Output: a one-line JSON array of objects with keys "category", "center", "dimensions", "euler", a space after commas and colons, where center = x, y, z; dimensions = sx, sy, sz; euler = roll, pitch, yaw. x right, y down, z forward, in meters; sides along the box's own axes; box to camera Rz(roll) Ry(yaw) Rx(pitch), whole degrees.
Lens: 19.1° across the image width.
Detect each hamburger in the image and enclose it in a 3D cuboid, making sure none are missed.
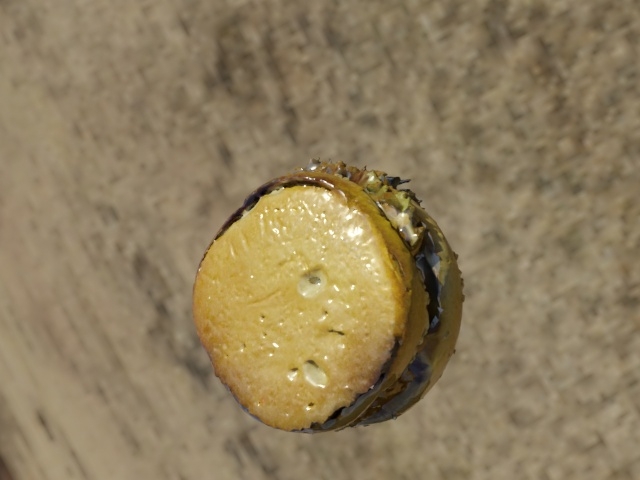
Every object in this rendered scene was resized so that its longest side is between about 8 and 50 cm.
[{"category": "hamburger", "center": [0.008, 0.036, 1.312], "dimensions": [0.118, 0.182, 0.191], "euler": [4, -109, -60]}]

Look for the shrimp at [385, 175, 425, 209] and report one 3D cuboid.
[{"category": "shrimp", "center": [0.001, 0.002, 1.647], "dimensions": [0.051, 0.217, 0.115], "euler": [41, -137, -40]}]
